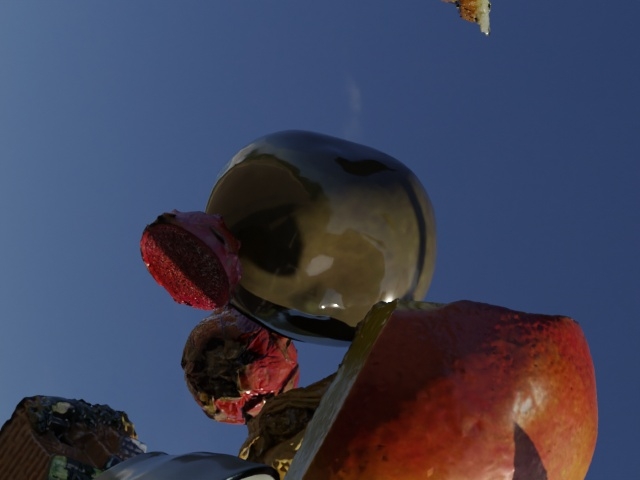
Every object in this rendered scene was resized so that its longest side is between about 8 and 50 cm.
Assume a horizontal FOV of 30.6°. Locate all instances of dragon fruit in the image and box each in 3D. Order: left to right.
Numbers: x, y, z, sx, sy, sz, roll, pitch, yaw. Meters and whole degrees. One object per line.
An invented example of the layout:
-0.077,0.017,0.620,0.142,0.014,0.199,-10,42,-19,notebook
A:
-0.157,0.003,1.565,0.153,0.111,0.153,18,-46,20,dragon fruit
-0.154,0.223,2.017,0.218,0.148,0.224,39,-76,11,dragon fruit

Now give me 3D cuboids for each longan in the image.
0.000,0.000,1.756,0.361,0.360,0.361,27,-59,59,longan

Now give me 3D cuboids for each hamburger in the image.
0.018,0.297,1.725,0.158,0.318,0.319,63,-32,24,hamburger

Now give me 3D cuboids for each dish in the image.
-0.189,0.291,1.123,0.106,0.316,0.316,49,-38,22,dish

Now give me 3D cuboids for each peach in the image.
0.144,0.213,1.253,0.380,0.306,0.242,-57,-170,-9,peach

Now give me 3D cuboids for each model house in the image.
-0.295,0.303,1.430,0.166,0.183,0.172,-53,-133,3,model house

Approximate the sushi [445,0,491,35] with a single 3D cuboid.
0.220,-0.474,1.851,0.184,0.139,0.274,-3,100,-85,sushi
